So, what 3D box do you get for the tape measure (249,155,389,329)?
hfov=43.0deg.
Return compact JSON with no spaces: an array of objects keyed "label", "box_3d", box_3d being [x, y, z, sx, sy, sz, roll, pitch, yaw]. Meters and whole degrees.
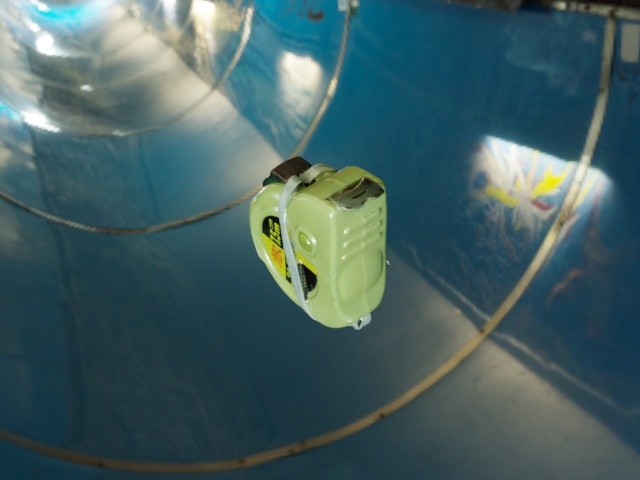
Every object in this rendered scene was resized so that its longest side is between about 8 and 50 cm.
[{"label":"tape measure","box_3d":[0.000,0.000,0.770,0.087,0.177,0.154,-30,-135,-30]}]
